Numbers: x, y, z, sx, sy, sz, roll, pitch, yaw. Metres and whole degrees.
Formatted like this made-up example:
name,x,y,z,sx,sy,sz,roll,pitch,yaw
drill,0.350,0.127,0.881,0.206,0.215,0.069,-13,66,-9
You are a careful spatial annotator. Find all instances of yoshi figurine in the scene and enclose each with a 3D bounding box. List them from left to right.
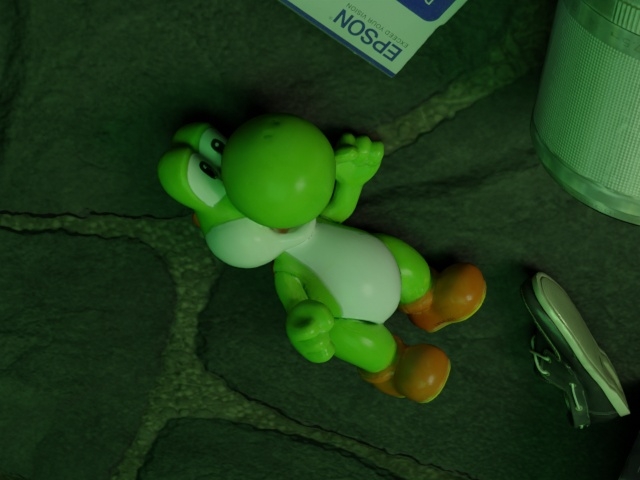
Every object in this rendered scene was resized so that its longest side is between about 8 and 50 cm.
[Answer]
name,x,y,z,sx,sy,sz,roll,pitch,yaw
yoshi figurine,0.011,0.002,1.170,0.362,0.203,0.203,37,107,-21

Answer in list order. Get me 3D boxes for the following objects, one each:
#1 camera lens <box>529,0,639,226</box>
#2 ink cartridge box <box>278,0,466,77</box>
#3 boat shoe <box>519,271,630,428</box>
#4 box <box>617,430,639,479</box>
name,x,y,z,sx,sy,sz,roll,pitch,yaw
camera lens,0.301,-0.163,0.981,0.219,0.219,0.274,5,129,-1
ink cartridge box,0.041,-0.328,0.965,0.303,0.072,0.307,32,126,-22
boat shoe,0.268,0.129,1.312,0.079,0.084,0.233,-22,128,20
box,0.506,0.372,1.362,0.312,0.179,0.343,15,134,25
